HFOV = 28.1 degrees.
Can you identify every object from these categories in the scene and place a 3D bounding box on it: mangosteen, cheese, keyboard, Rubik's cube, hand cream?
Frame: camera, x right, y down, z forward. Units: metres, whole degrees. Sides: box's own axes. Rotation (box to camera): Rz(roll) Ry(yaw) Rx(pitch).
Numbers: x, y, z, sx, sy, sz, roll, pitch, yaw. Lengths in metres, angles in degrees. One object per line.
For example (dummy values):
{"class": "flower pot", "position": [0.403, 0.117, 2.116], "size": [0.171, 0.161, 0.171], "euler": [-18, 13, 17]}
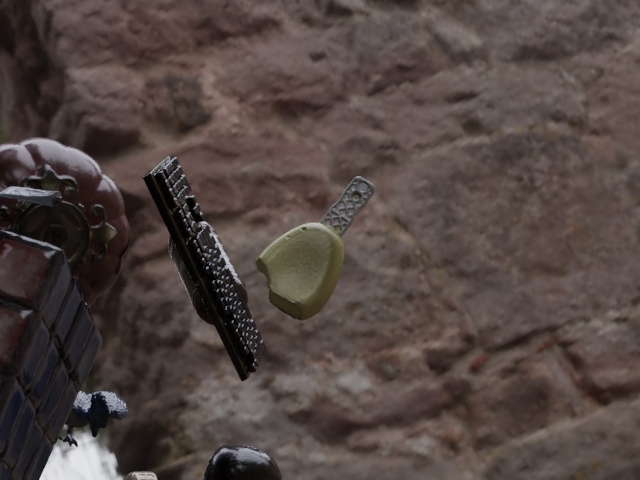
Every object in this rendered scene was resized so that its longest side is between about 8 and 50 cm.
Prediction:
{"class": "mangosteen", "position": [-0.131, 0.412, 2.100], "size": [0.137, 0.151, 0.137], "euler": [15, -5, 1]}
{"class": "cheese", "position": [0.000, 0.000, 1.982], "size": [0.255, 0.127, 0.050], "euler": [-54, -13, -23]}
{"class": "keyboard", "position": [-0.153, 0.038, 1.754], "size": [0.027, 0.317, 0.106], "euler": [-20, 15, 18]}
{"class": "Rubik's cube", "position": [-0.507, 0.167, 1.599], "size": [0.344, 0.344, 0.337], "euler": [19, -22, 5]}
{"class": "hand cream", "position": [-0.355, -0.057, 1.569], "size": [0.030, 0.093, 0.019], "euler": [-44, -42, -52]}

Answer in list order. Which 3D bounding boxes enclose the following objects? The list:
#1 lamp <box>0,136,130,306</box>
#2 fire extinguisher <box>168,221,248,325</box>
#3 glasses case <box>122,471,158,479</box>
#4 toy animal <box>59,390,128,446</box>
{"class": "lamp", "position": [-0.457, -0.013, 2.040], "size": [0.303, 0.303, 0.257], "euler": [-12, 8, -24]}
{"class": "fire extinguisher", "position": [-0.199, 0.066, 2.358], "size": [0.102, 0.344, 0.138], "euler": [-11, -60, -15]}
{"class": "glasses case", "position": [-0.325, 0.452, 2.158], "size": [0.050, 0.083, 0.196], "euler": [4, -29, -30]}
{"class": "toy animal", "position": [-0.473, 0.323, 2.525], "size": [0.239, 0.255, 0.176], "euler": [18, -66, -37]}
